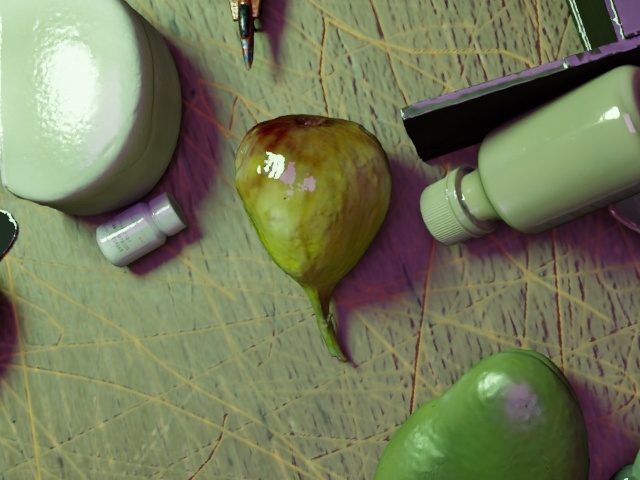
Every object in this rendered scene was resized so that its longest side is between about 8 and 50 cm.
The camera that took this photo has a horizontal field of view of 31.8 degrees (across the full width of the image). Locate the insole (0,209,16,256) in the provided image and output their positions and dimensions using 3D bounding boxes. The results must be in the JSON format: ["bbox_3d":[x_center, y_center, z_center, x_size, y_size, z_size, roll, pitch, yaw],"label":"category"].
[{"bbox_3d":[-0.417,0.028,1.251,0.188,0.004,0.064,-32,79,4],"label":"insole"}]

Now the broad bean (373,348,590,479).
[{"bbox_3d":[0.159,0.228,1.085,0.189,0.121,0.263,35,105,7],"label":"broad bean"}]

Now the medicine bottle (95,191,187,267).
[{"bbox_3d":[-0.190,-0.012,1.193,0.089,0.052,0.052,-29,79,5],"label":"medicine bottle"}]

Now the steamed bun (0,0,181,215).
[{"bbox_3d":[-0.239,-0.153,1.171,0.164,0.146,0.242,-4,83,14],"label":"steamed bun"}]

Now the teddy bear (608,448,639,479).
[{"bbox_3d":[0.374,0.199,1.030,0.171,0.144,0.251,19,89,-3],"label":"teddy bear"}]

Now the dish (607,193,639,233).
[{"bbox_3d":[0.398,-0.044,1.086,0.212,0.077,0.151,26,86,13],"label":"dish"}]

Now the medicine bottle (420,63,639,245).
[{"bbox_3d":[0.210,-0.067,1.067,0.252,0.114,0.114,-26,78,36],"label":"medicine bottle"}]

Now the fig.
[{"bbox_3d":[0.000,0.000,1.131,0.159,0.159,0.257,-8,101,9],"label":"fig"}]

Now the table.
[{"bbox_3d":[0.186,-0.250,1.088,0.282,0.196,0.251,-17,81,8],"label":"table"}]

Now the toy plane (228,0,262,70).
[{"bbox_3d":[-0.079,-0.272,1.205,0.130,0.061,0.189,-4,87,8],"label":"toy plane"}]
